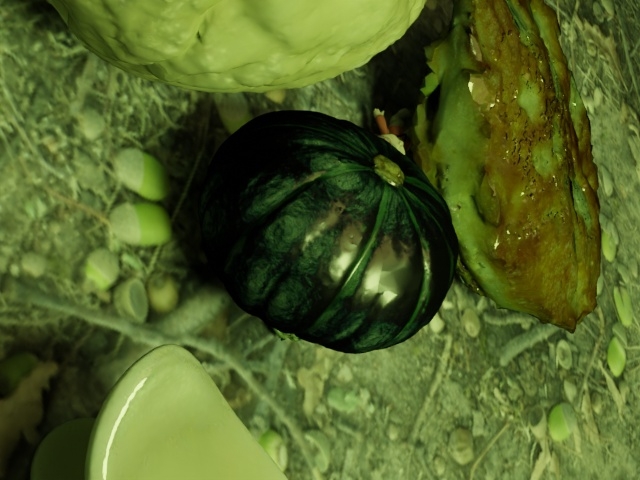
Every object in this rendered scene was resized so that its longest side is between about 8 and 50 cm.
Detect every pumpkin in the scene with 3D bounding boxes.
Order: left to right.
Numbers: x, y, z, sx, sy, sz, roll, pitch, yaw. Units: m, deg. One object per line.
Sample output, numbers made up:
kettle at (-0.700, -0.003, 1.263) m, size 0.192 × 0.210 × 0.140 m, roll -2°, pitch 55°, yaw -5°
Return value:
pumpkin at (0.007, -0.010, 0.832) m, size 0.194 × 0.150 × 0.194 m, roll 40°, pitch 39°, yaw -42°

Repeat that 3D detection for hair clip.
hair clip at (-0.075, 0.200, 0.682) m, size 0.172 × 0.113 × 0.282 m, roll -27°, pitch 98°, yaw -51°

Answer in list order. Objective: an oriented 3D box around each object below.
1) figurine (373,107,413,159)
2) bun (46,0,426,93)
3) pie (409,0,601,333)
figurine at (0.058, -0.080, 1.006) m, size 0.064 × 0.047 × 0.109 m, roll 54°, pitch 32°, yaw -10°
bun at (-0.096, -0.239, 0.726) m, size 0.352 × 0.227 × 0.349 m, roll 28°, pitch 30°, yaw -36°
pie at (0.178, -0.082, 1.084) m, size 0.355 × 0.102 × 0.288 m, roll 67°, pitch 32°, yaw -23°
